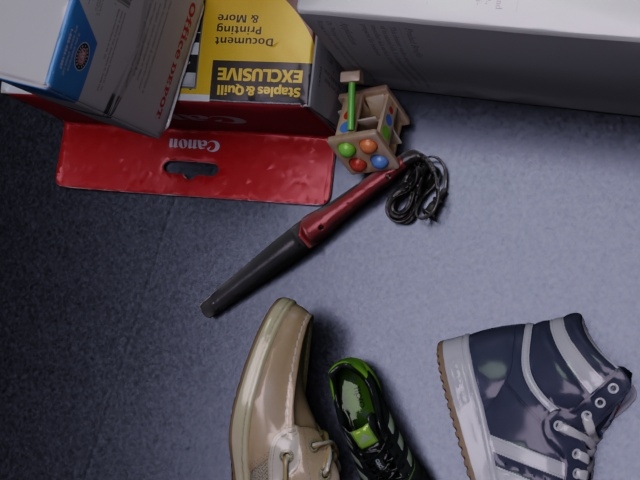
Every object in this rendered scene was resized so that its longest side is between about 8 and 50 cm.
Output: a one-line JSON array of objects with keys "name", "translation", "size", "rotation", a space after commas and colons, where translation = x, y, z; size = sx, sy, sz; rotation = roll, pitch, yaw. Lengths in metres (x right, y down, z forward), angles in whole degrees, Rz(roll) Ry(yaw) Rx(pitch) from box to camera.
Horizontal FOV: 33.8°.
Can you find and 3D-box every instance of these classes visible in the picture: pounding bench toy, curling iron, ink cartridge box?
[{"name": "pounding bench toy", "translation": [0.037, -0.108, 0.966], "size": [0.052, 0.083, 0.065], "rotation": [-6, 53, 31]}, {"name": "curling iron", "translation": [0.000, 0.000, 1.000], "size": [0.274, 0.035, 0.068], "rotation": [-29, 75, 9]}, {"name": "ink cartridge box", "translation": [-0.183, -0.174, 0.863], "size": [0.082, 0.191, 0.139], "rotation": [16, 89, 17]}, {"name": "ink cartridge box", "translation": [-0.133, -0.184, 1.017], "size": [0.310, 0.130, 0.271], "rotation": [4, 84, 16]}]

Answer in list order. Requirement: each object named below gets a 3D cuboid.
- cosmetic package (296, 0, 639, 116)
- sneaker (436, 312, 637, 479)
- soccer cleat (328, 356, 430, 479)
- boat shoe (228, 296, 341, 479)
[{"name": "cosmetic package", "translation": [0.198, -0.209, 0.887], "size": [0.385, 0.217, 0.156], "rotation": [8, 84, 15]}, {"name": "sneaker", "translation": [0.207, 0.197, 0.881], "size": [0.153, 0.099, 0.282], "rotation": [-19, 74, 14]}, {"name": "soccer cleat", "translation": [0.050, 0.188, 0.938], "size": [0.060, 0.072, 0.178], "rotation": [-27, 76, 10]}, {"name": "boat shoe", "translation": [-0.027, 0.204, 0.944], "size": [0.098, 0.109, 0.302], "rotation": [8, 89, 11]}]
